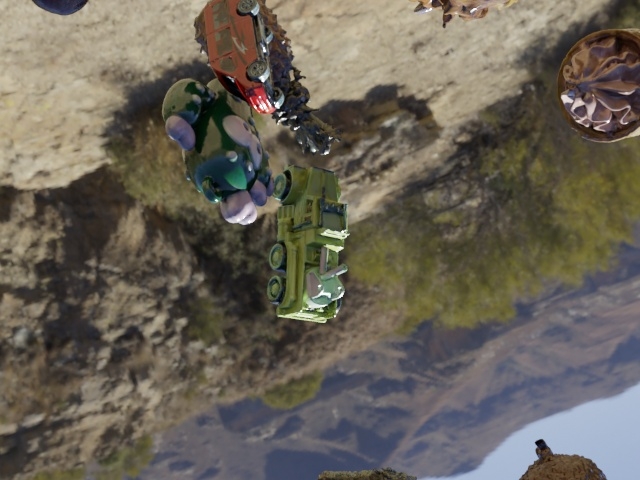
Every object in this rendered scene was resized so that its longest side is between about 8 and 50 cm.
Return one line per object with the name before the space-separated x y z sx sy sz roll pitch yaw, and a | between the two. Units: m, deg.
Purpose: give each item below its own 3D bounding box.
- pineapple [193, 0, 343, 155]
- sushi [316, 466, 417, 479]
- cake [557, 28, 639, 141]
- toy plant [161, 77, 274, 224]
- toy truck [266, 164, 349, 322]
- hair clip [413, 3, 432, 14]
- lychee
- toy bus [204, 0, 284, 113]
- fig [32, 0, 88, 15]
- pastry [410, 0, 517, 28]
pineapple | -0.096 -0.314 1.535 0.175 0.361 0.175 -36 -170 7
sushi | 0.083 0.467 1.372 0.225 0.126 0.136 -23 138 37
cake | 0.476 -0.258 1.333 0.178 0.185 0.207 -13 -176 -27
toy plant | -0.148 -0.141 1.196 0.112 0.233 0.243 -22 -163 22
toy truck | -0.002 -0.002 1.325 0.128 0.260 0.135 13 158 -35
hair clip | 0.312 -0.491 1.474 0.292 0.085 0.106 -15 -168 17
lychee | 0.467 0.493 1.515 0.200 0.238 0.200 -19 178 -1
toy bus | -0.116 -0.274 1.174 0.089 0.195 0.081 -16 153 10
fig | -0.301 -0.328 0.918 0.088 0.089 0.125 -13 150 -40
pastry | 0.206 -0.465 1.031 0.338 0.292 0.405 -60 167 8
